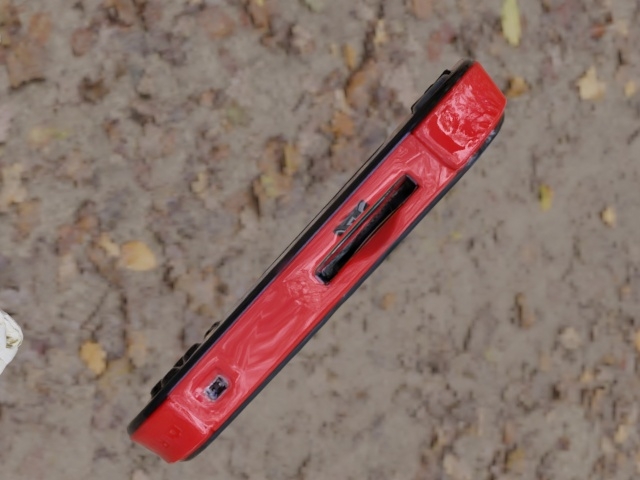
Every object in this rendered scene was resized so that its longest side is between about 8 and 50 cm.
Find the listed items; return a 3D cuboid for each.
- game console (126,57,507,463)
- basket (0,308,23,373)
[{"bbox_3d":[0.000,0.000,1.039,0.060,0.342,0.386,42,100,-6],"label":"game console"},{"bbox_3d":[-0.426,0.037,0.813,0.266,0.328,0.331,-52,148,-19],"label":"basket"}]
